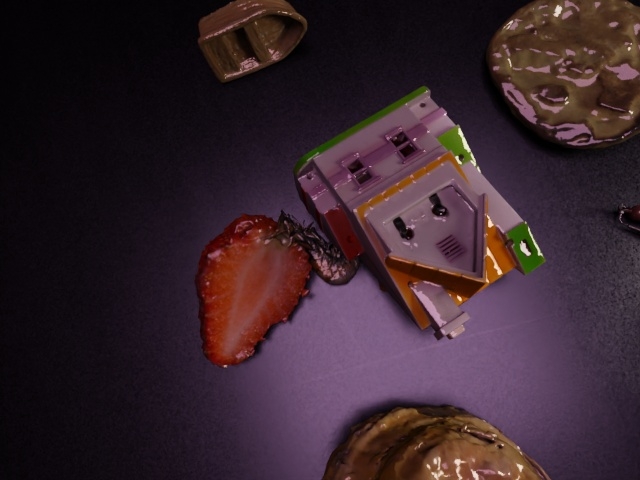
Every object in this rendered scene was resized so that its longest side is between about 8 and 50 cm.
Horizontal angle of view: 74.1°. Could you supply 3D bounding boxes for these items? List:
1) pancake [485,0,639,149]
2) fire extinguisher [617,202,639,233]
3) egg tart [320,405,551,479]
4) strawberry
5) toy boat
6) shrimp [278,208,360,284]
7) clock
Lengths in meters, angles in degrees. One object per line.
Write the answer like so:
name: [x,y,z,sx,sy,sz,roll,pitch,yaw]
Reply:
pancake: [0.430,-0.284,0.701,0.294,0.049,0.295,-2,75,9]
fire extinguisher: [0.499,-0.027,0.651,0.100,0.032,0.046,16,114,10]
egg tart: [0.164,0.335,0.486,0.351,0.150,0.352,7,44,-7]
strawberry: [-0.122,0.062,0.672,0.236,0.107,0.175,-42,113,-2]
toy boat: [-0.118,-0.367,0.752,0.188,0.116,0.061,-21,70,3]
shrimp: [0.000,0.000,0.704,0.161,0.034,0.091,44,74,7]
clock: [0.140,-0.022,0.614,0.235,0.166,0.310,-31,70,-8]
